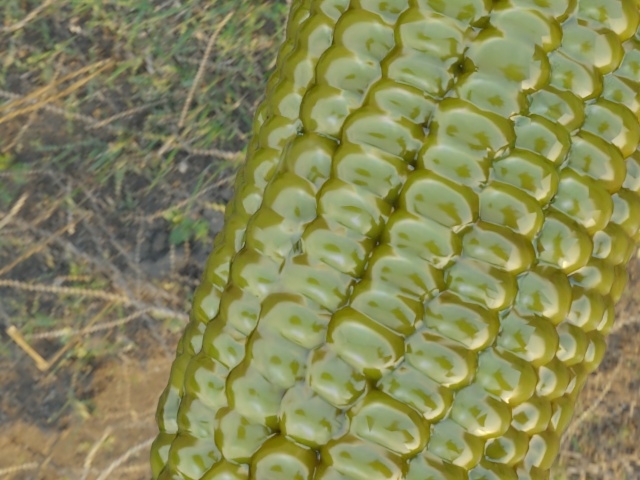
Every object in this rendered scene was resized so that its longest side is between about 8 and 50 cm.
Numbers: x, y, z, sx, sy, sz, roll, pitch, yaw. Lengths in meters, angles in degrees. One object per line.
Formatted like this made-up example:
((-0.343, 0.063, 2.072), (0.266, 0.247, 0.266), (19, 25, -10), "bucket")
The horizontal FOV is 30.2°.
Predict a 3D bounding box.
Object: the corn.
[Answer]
((0.052, -0.048, 0.387), (0.144, 0.144, 0.387), (15, 84, 11), "corn")
